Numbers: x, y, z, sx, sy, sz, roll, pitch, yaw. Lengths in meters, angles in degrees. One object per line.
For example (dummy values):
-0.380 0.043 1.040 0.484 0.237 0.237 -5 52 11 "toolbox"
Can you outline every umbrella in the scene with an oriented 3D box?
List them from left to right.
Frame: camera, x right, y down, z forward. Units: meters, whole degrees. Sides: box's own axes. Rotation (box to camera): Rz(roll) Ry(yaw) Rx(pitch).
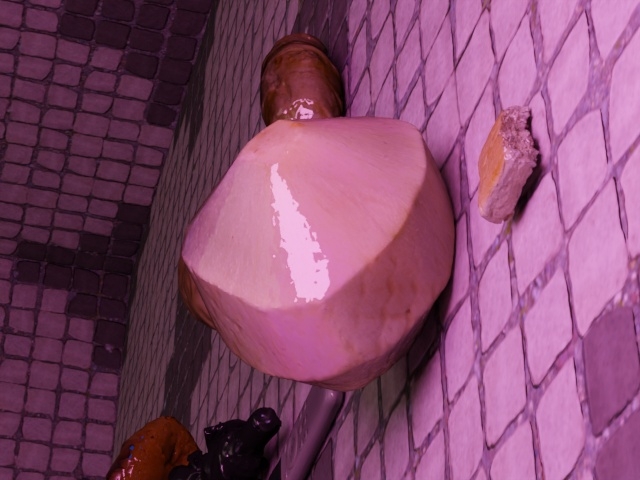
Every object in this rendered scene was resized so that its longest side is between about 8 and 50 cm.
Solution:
-0.120 0.296 1.859 0.340 0.118 0.118 127 151 -56 "umbrella"

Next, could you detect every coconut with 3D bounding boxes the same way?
0.000 0.000 1.267 0.259 0.259 0.259 -170 90 -77 "coconut"

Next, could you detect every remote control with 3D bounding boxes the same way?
-0.022 0.228 1.624 0.261 0.029 0.067 112 162 -45 "remote control"

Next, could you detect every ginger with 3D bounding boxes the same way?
-0.024 -0.191 1.792 0.109 0.116 0.263 -34 22 12 "ginger"

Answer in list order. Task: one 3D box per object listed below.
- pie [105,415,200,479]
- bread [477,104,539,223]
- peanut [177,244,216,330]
-0.219 0.386 2.014 0.069 0.273 0.273 -12 61 31 "pie"
0.144 -0.060 1.103 0.083 0.035 0.070 -87 13 -55 "bread"
-0.090 0.027 1.766 0.387 0.169 0.192 -173 98 -78 "peanut"
